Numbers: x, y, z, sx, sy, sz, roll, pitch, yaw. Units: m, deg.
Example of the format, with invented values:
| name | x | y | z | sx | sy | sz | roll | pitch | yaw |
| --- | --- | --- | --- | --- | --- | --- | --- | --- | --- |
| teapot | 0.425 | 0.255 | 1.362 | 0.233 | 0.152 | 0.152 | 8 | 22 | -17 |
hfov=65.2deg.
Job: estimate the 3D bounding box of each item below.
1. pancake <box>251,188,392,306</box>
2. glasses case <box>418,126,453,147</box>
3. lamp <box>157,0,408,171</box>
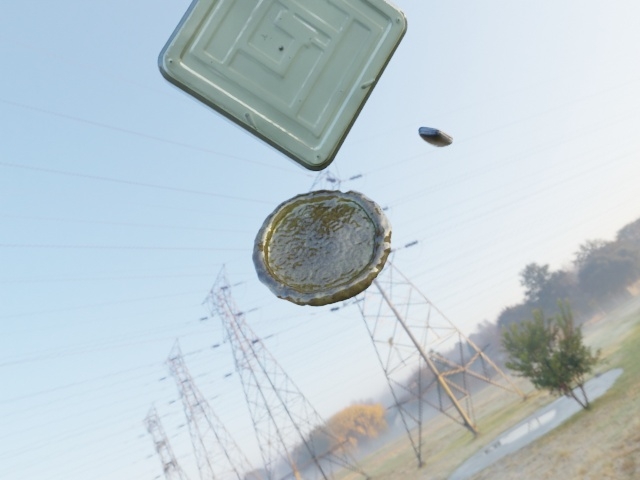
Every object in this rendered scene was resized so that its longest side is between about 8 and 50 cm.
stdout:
| name | x | y | z | sx | sy | sz | roll | pitch | yaw |
| --- | --- | --- | --- | --- | --- | --- | --- | --- | --- |
| pancake | 0.000 | 0.001 | 0.657 | 0.199 | 0.199 | 0.021 | -29 | -41 | -7 |
| glasses case | 0.175 | -0.154 | 0.756 | 0.083 | 0.033 | 0.023 | -2 | -76 | -59 |
| lamp | -0.046 | -0.268 | 0.692 | 0.269 | 0.266 | 0.047 | -61 | 11 | -5 |
